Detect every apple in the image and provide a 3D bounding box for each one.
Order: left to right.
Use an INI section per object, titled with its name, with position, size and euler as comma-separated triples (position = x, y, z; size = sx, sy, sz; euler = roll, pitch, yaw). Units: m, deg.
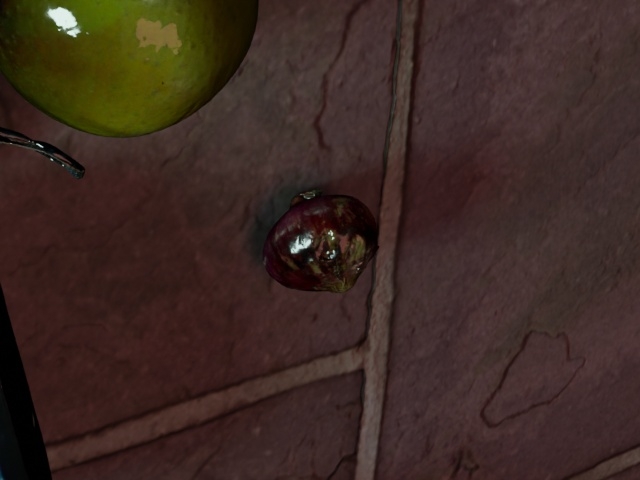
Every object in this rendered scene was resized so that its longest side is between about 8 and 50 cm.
[apple]
position = -0.142, -0.161, 1.098
size = 0.196, 0.196, 0.157
euler = -17, 152, -37

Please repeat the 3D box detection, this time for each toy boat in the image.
[toy boat]
position = -0.271, 0.116, 1.187
size = 0.092, 0.134, 0.299
euler = -10, 120, -2

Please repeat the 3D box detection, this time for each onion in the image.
[onion]
position = 0.000, 0.000, 1.390
size = 0.107, 0.097, 0.107
euler = -16, 157, -7

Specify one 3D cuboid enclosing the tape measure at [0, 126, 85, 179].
[tape measure]
position = -0.259, -0.042, 1.066
size = 0.104, 0.179, 0.107
euler = -14, 121, -57
